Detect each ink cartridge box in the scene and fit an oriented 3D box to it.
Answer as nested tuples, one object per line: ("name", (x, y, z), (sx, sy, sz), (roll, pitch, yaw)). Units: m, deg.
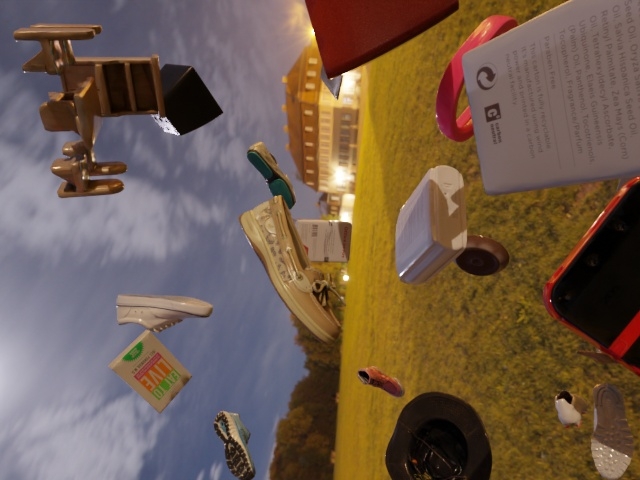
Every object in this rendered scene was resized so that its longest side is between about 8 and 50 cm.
("ink cartridge box", (0.000, 0.000, 1.082), (0.056, 0.136, 0.099), (-158, 72, -69))

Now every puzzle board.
("puzzle board", (0.034, -0.476, 1.287), (0.096, 0.011, 0.128), (58, 163, 16))

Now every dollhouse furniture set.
("dollhouse furniture set", (-0.539, -0.356, 1.156), (0.394, 0.257, 0.361), (-121, 28, -56))

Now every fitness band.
("fitness band", (0.342, -0.345, 0.978), (0.290, 0.054, 0.209), (-51, -32, -16))

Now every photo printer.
("photo printer", (0.299, -0.025, 1.285), (0.307, 0.107, 0.255), (113, 164, -62))

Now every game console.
("game console", (0.716, 0.083, 0.947), (0.386, 0.342, 0.060), (-55, -19, 6))

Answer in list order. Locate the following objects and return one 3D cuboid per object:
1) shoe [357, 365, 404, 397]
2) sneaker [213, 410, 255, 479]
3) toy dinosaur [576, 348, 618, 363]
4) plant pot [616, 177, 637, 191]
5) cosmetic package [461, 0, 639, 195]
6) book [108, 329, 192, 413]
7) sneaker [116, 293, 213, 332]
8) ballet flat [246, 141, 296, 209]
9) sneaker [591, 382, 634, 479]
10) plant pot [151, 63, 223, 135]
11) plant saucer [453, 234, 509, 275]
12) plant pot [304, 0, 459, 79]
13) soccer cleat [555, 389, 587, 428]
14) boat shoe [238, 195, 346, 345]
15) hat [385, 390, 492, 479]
("shoe", (0.207, 0.496, 1.579), (0.178, 0.081, 0.063), (23, 106, 54))
("sneaker", (-0.180, 0.463, 1.037), (0.073, 0.063, 0.162), (16, -144, -51))
("toy dinosaur", (0.824, 0.274, 1.236), (0.127, 0.296, 0.200), (58, 172, 18))
("plant pot", (0.896, -0.177, 1.262), (0.109, 0.096, 0.108), (-53, -34, -28))
("cosmetic package", (0.366, -0.151, 0.345), (0.453, 0.230, 0.161), (-3, 100, 62))
("book", (-0.339, 0.263, 0.913), (0.096, 0.035, 0.144), (-48, -59, -28))
("sneaker", (-0.406, 0.193, 1.182), (0.094, 0.259, 0.091), (1, -87, -80))
("ballet flat", (-0.099, -0.146, 1.009), (0.168, 0.057, 0.052), (56, -138, -25))
("sneaker", (0.746, 0.493, 1.160), (0.094, 0.090, 0.234), (56, -133, -44))
("plant pot", (-0.479, -0.460, 1.517), (0.167, 0.188, 0.188), (-50, -43, -19))
("plant saucer", (0.542, 0.063, 1.558), (0.198, 0.199, 0.036), (93, -159, -51))
("plant pot", (0.104, -0.461, 0.804), (0.267, 0.236, 0.266), (-66, -39, -66))
("soccer cleat", (0.653, 0.424, 1.183), (0.196, 0.068, 0.076), (2, -112, -59))
("boat shoe", (-0.040, 0.043, 0.763), (0.285, 0.089, 0.104), (56, -179, 21))
("hat", (0.355, 0.612, 1.292), (0.134, 0.332, 0.330), (31, -121, -43))
